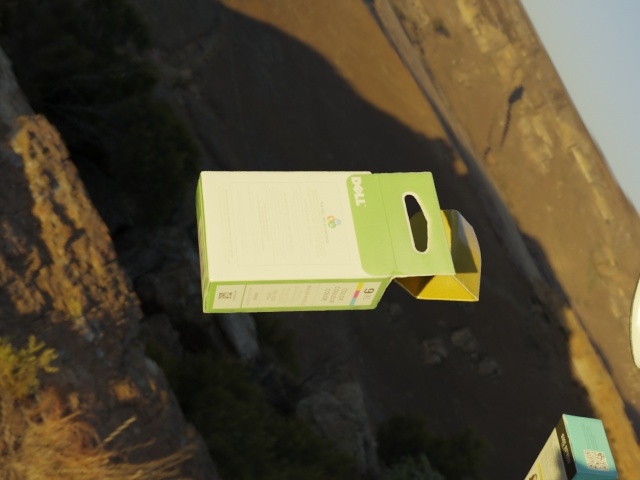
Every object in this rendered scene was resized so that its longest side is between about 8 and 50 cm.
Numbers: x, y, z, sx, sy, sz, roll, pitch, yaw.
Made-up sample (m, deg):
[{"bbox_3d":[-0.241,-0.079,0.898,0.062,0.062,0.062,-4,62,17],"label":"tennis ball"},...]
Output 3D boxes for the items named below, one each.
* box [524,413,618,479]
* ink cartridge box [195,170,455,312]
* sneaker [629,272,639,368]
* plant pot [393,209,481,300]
[{"bbox_3d":[0.344,0.370,1.263,0.100,0.060,0.244,-89,-169,-50],"label":"box"},{"bbox_3d":[0.000,0.000,0.757,0.062,0.209,0.109,108,-23,-56],"label":"ink cartridge box"},{"bbox_3d":[0.489,0.067,1.099,0.086,0.163,0.226,17,86,-57],"label":"sneaker"},{"bbox_3d":[0.130,0.012,0.955,0.081,0.081,0.083,38,60,-47],"label":"plant pot"}]
